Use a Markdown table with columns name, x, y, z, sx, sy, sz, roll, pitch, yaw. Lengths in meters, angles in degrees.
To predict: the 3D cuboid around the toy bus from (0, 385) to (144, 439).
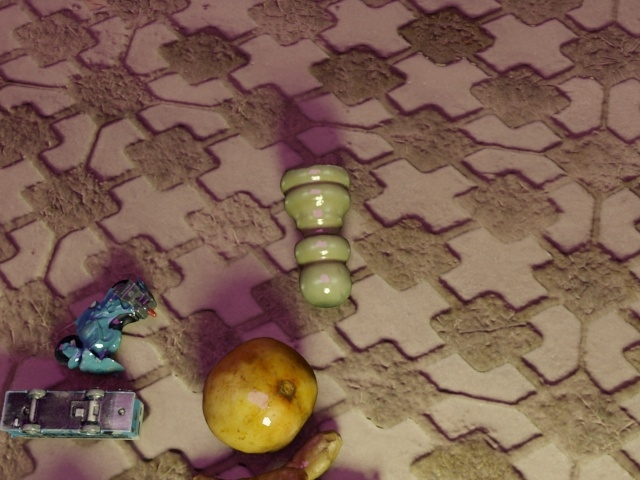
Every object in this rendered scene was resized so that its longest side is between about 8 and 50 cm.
| name | x | y | z | sx | sy | sz | roll | pitch | yaw |
| --- | --- | --- | --- | --- | --- | --- | --- | --- | --- |
| toy bus | -0.558 | 0.397 | 1.919 | 0.297 | 0.131 | 0.106 | -1 | 66 | 5 |

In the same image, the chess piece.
| name | x | y | z | sx | sy | sz | roll | pitch | yaw |
| --- | --- | --- | --- | --- | --- | --- | --- | --- | --- |
| chess piece | 0.000 | 0.000 | 2.033 | 0.182 | 0.182 | 0.330 | -6 | 72 | 2 |

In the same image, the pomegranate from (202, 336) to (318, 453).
| name | x | y | z | sx | sy | sz | roll | pitch | yaw |
| --- | --- | --- | --- | --- | --- | --- | --- | --- | --- |
| pomegranate | -0.134 | 0.338 | 1.853 | 0.260 | 0.260 | 0.260 | -2 | 66 | 4 |

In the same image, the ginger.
| name | x | y | z | sx | sy | sz | roll | pitch | yaw |
| --- | --- | --- | --- | --- | --- | --- | --- | --- | --- |
| ginger | -0.108 | 0.546 | 1.744 | 0.348 | 0.363 | 0.122 | -26 | 110 | 5 |

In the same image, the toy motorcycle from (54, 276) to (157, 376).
| name | x | y | z | sx | sy | sz | roll | pitch | yaw |
| --- | --- | --- | --- | --- | --- | --- | --- | --- | --- |
| toy motorcycle | -0.494 | 0.213 | 2.002 | 0.182 | 0.123 | 0.272 | 33 | 73 | 28 |
